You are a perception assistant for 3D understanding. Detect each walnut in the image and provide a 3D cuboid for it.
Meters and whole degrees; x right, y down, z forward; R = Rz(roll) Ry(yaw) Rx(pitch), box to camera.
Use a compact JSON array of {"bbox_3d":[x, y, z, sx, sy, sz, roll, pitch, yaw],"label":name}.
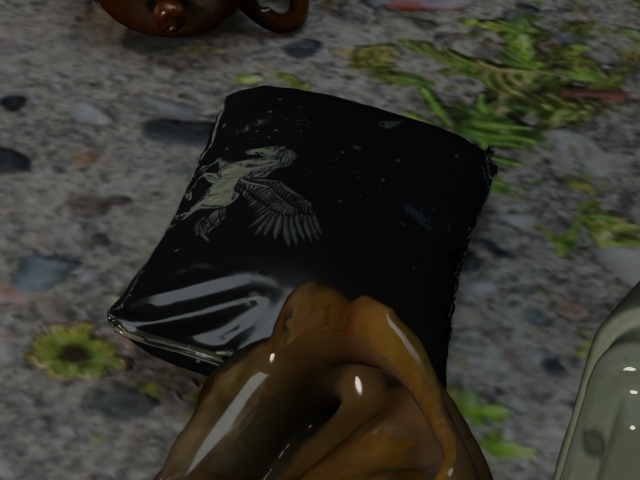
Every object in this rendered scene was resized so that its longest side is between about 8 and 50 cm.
[{"bbox_3d":[-0.050,0.138,0.501,0.238,0.141,0.204,-24,29,11],"label":"walnut"}]

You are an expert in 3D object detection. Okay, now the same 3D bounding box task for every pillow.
[{"bbox_3d":[0.000,0.000,0.808,0.141,0.055,0.208,19,35,-2],"label":"pillow"}]

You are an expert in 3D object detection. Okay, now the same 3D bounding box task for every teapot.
[{"bbox_3d":[-0.074,-0.151,0.976,0.173,0.116,0.116,21,24,-35],"label":"teapot"}]

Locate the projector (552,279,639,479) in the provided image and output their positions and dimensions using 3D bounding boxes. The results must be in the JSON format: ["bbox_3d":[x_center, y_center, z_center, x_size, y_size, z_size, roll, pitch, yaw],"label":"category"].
[{"bbox_3d":[0.127,0.141,0.442,0.192,0.256,0.099,26,35,22],"label":"projector"}]
